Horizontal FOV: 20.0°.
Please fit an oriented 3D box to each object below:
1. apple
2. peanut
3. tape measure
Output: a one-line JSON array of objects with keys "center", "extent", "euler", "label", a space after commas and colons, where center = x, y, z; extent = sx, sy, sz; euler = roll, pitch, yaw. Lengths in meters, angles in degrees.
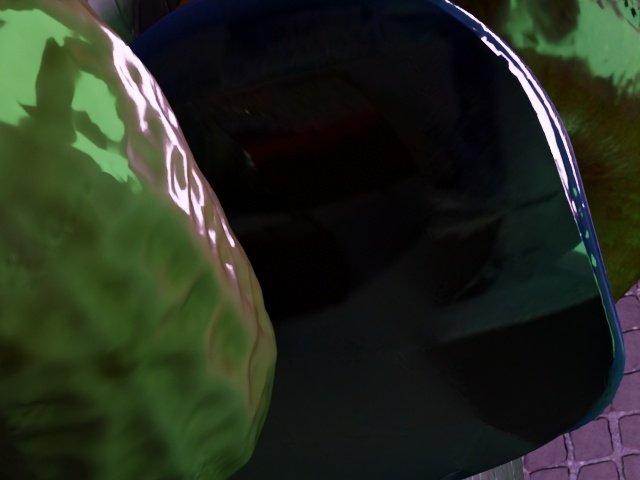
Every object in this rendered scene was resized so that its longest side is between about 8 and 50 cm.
[{"center": [0.058, -0.104, 1.218], "extent": [0.384, 0.374, 0.374], "euler": [20, 50, -32], "label": "apple"}, {"center": [-0.107, -0.002, 0.612], "extent": [0.153, 0.140, 0.325], "euler": [51, -6, 41], "label": "peanut"}, {"center": [0.001, 0.002, 0.887], "extent": [0.138, 0.259, 0.262], "euler": [24, 52, -79], "label": "tape measure"}]
